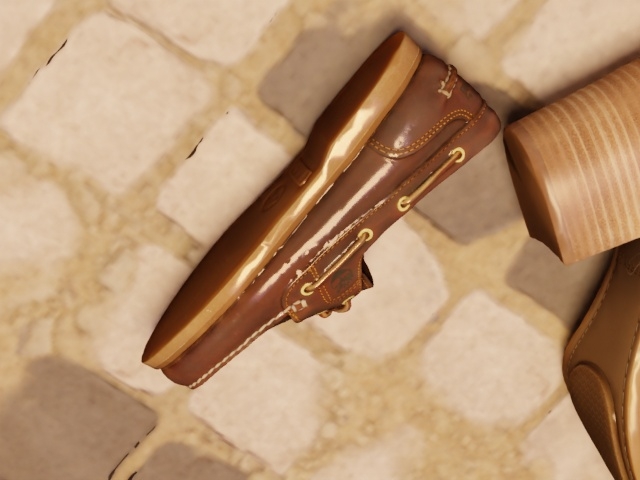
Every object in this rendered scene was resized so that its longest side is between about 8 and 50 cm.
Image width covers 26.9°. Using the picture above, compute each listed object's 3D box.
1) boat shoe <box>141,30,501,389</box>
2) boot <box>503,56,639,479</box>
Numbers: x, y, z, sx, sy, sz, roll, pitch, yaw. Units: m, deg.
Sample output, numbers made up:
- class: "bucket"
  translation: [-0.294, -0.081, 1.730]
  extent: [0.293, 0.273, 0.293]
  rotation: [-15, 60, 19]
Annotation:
- class: "boat shoe"
  translation: [0.000, 0.000, 0.641]
  extent: [0.073, 0.073, 0.207]
  rotation: [38, 105, -18]
- class: "boot"
  translation: [0.229, 0.022, 0.675]
  extent: [0.220, 0.109, 0.283]
  rotation: [-20, 108, -2]
